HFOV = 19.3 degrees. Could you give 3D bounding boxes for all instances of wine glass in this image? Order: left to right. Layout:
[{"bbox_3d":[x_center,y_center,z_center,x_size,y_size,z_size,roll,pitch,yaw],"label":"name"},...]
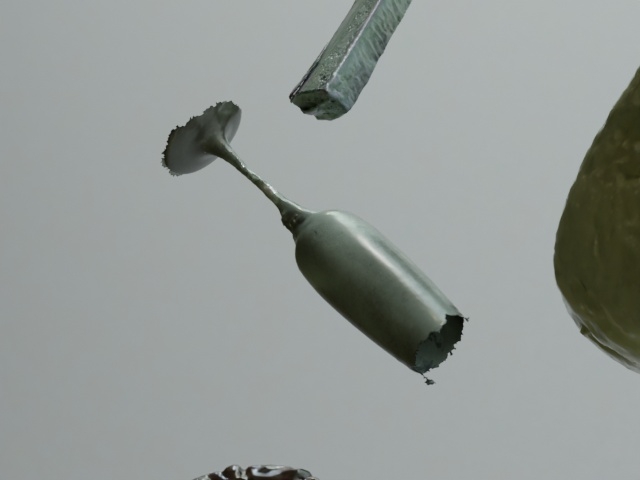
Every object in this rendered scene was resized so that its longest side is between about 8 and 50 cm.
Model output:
[{"bbox_3d":[0.000,0.000,1.299,0.262,0.074,0.074,41,-54,28],"label":"wine glass"}]

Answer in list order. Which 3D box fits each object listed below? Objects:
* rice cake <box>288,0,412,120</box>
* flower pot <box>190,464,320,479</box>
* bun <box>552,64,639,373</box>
[{"bbox_3d":[0.034,-0.163,1.449,0.043,0.034,0.211,-17,-150,37],"label":"rice cake"},{"bbox_3d":[-0.025,0.144,0.780,0.111,0.111,0.089,-143,-139,-67],"label":"flower pot"},{"bbox_3d":[0.364,-0.026,1.502,0.227,0.352,0.349,39,-33,33],"label":"bun"}]
